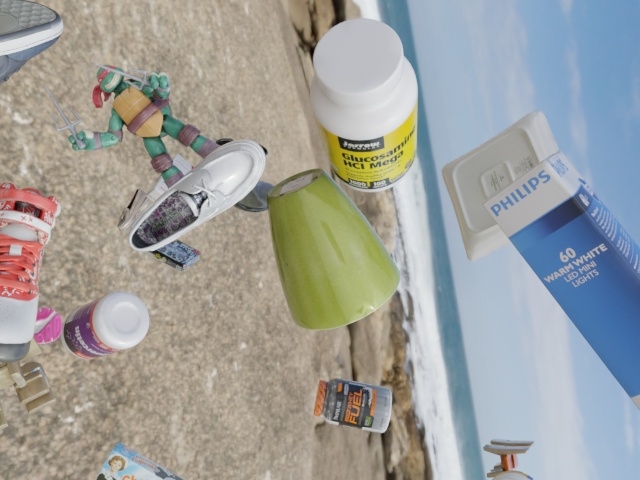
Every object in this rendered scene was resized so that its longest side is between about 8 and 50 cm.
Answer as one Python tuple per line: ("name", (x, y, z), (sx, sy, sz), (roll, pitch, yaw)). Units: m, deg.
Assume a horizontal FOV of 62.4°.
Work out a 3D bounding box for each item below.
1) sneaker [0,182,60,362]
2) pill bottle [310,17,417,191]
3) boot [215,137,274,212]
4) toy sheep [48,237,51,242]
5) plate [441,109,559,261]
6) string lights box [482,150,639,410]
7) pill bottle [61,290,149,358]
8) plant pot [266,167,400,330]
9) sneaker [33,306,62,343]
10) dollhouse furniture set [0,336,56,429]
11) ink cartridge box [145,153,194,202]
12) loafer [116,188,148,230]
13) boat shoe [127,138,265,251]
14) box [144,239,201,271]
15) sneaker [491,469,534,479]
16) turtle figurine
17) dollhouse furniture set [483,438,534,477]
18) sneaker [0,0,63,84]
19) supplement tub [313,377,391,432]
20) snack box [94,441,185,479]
("sneaker", (-0.339, 0.017, 0.565), (0.090, 0.270, 0.145), (20, 92, -32))
("pill bottle", (0.084, -0.235, 0.971), (0.334, 0.187, 0.188), (61, 23, -69))
("boot", (-0.160, -0.148, 1.201), (0.246, 0.161, 0.084), (-1, 51, -49))
("toy sheep", (-0.593, -0.024, 1.061), (0.091, 0.132, 0.091), (59, -9, 16))
("plate", (0.411, -0.130, 1.202), (0.045, 0.278, 0.278), (22, 49, -41))
("string lights box", (0.288, 0.035, 0.539), (0.260, 0.076, 0.133), (55, 32, 8))
("pill bottle", (-0.713, 0.284, 1.717), (0.181, 0.322, 0.182), (25, 55, -41))
("plant pot", (0.000, 0.000, 1.185), (0.275, 0.274, 0.294), (-72, 140, -62))
("sneaker", (-0.716, 0.206, 1.161), (0.252, 0.111, 0.103), (7, 69, -41))
("dollhouse furniture set", (-0.557, 0.185, 0.782), (0.161, 0.242, 0.212), (49, -30, 30))
("ink cartridge box", (-0.384, -0.145, 1.404), (0.099, 0.056, 0.135), (40, 50, -25))
("loafer", (-0.508, -0.084, 1.411), (0.039, 0.045, 0.125), (54, 52, -41))
("boat shoe", (-0.142, -0.049, 0.597), (0.066, 0.184, 0.063), (60, 4, -17))
("box", (-0.401, 0.026, 1.409), (0.027, 0.136, 0.094), (-66, 173, 24))
("sneaker", (0.350, 0.491, 0.768), (0.296, 0.112, 0.131), (43, 25, 21))
("turtle figurine", (-0.254, -0.175, 0.750), (0.234, 0.175, 0.118), (45, 29, -14))
("dollhouse furniture set", (0.416, 0.557, 1.072), (0.259, 0.135, 0.262), (20, 63, -59))
("sneaker", (-0.371, -0.152, 0.563), (0.086, 0.226, 0.164), (44, -29, 24))
("supplement tub", (0.082, 0.425, 1.374), (0.117, 0.190, 0.117), (-170, -90, -90))
("snack box", (-0.502, 0.752, 1.535), (0.187, 0.321, 0.060), (-60, -179, 3))
